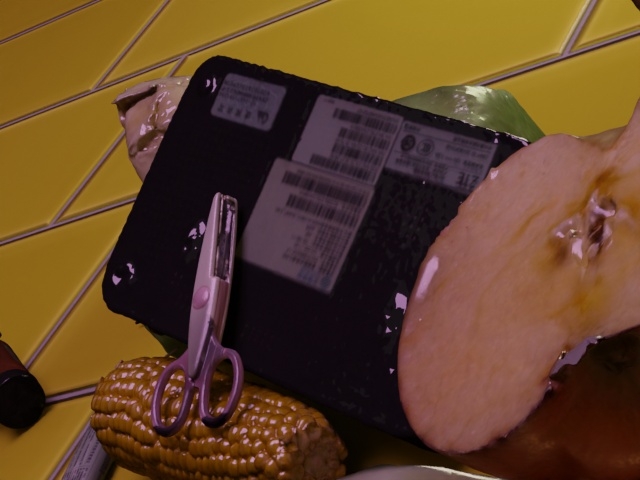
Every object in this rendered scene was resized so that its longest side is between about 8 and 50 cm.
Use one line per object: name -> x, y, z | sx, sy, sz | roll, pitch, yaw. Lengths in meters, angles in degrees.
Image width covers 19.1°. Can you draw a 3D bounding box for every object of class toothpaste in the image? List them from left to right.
toothpaste -> -0.175, 0.164, 1.492 | 0.048, 0.029, 0.197 | -23, 28, 34

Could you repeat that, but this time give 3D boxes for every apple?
apple -> 0.200, 0.034, 1.048 | 0.293, 0.163, 0.251 | -35, 29, 37

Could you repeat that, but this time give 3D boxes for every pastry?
pastry -> -0.110, -0.083, 1.731 | 0.088, 0.166, 0.166 | -32, 22, 23

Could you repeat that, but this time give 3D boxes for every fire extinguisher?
fire extinguisher -> -0.291, 0.124, 1.708 | 0.062, 0.050, 0.177 | -59, 23, -1

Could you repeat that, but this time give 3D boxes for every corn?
corn -> -0.076, 0.134, 1.329 | 0.091, 0.091, 0.260 | -13, 10, -32

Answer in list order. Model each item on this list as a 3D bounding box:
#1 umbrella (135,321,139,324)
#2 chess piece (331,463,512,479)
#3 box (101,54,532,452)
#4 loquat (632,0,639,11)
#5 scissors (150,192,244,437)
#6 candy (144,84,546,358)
umbrella -> -0.117, 0.055, 1.641 | 0.122, 0.013, 0.022 | -22, 14, 30
chess piece -> 0.038, 0.270, 0.814 | 0.182, 0.182, 0.330 | -25, 30, 24
box -> 0.000, 0.000, 1.312 | 0.350, 0.058, 0.211 | 19, 82, 44
loquat -> 0.320, -0.233, 1.374 | 0.238, 0.193, 0.238 | -20, 50, 26
scissors -> -0.076, 0.048, 1.298 | 0.085, 0.022, 0.176 | -16, 57, 41
candy -> 0.013, -0.010, 1.449 | 0.344, 0.142, 0.132 | -23, 53, 29
